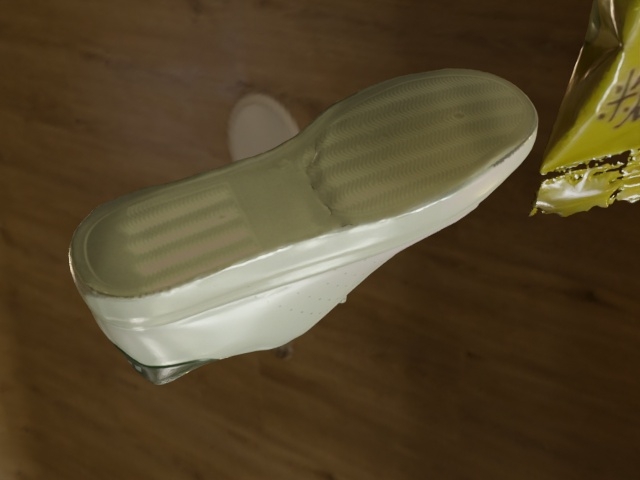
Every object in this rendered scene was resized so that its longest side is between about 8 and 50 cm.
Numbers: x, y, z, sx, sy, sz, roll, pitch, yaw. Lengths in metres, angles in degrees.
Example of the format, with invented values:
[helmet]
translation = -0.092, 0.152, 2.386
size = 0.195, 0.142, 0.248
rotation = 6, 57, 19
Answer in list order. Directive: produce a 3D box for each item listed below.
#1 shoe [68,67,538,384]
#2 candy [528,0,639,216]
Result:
[shoe]
translation = 0.000, 0.000, 0.876
size = 0.132, 0.362, 0.160
rotation = 57, -17, 34
[candy]
translation = 0.214, -0.149, 0.663
size = 0.081, 0.187, 0.297
rotation = -128, -151, -50
